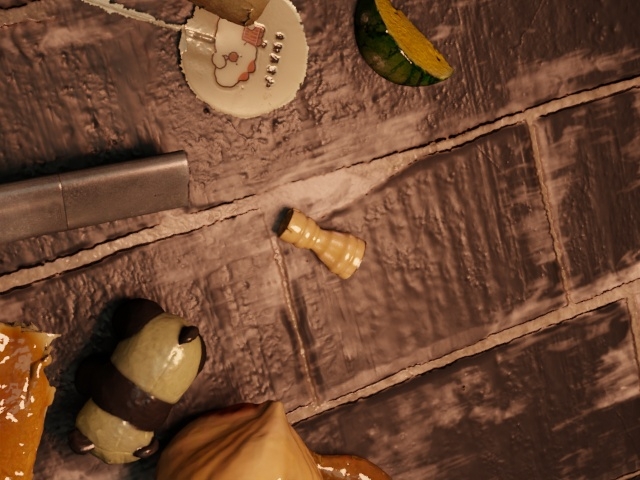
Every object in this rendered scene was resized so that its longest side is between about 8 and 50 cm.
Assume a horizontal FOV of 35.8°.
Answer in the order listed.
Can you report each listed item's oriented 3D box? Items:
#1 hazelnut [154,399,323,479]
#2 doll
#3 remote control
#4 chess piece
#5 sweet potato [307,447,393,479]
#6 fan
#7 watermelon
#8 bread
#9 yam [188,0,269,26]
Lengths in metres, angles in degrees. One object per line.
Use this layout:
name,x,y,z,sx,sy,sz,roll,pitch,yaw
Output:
hazelnut,-0.100,0.335,1.371,0.261,0.261,0.241,32,89,-22
doll,-0.250,0.195,1.351,0.143,0.135,0.234,34,92,-20
remote control,-0.357,-0.046,1.293,0.377,0.107,0.044,-13,60,-16
chess piece,0.000,0.000,1.439,0.122,0.066,0.066,30,90,-16
sweet potato,0.071,0.407,1.531,0.108,0.079,0.346,-38,107,4
fan,-0.166,-0.280,1.351,0.329,0.009,0.191,12,94,-23
watermelon,0.118,-0.278,1.416,0.181,0.075,0.092,45,80,-19
bread,-0.475,0.219,1.223,0.250,0.225,0.279,10,88,-27
yam,-0.195,-0.401,1.236,0.304,0.168,0.168,24,92,-22
